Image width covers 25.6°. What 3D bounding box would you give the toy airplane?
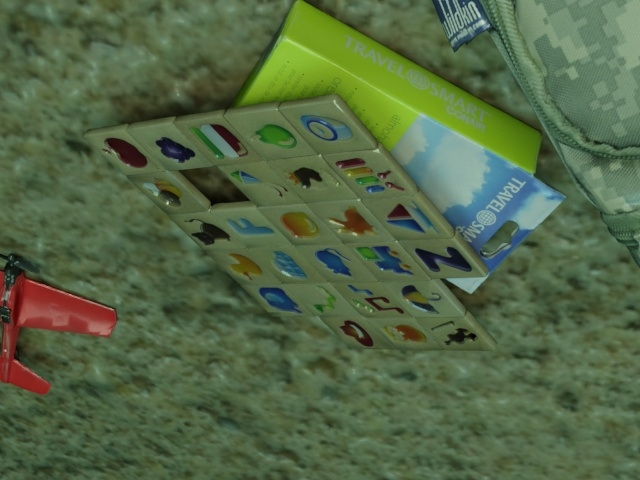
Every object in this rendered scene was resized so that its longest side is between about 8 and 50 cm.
[{"bbox_3d":[-0.225,0.061,1.012,0.151,0.028,0.151,9,136,9],"label":"toy airplane"}]

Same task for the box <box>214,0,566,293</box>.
[{"bbox_3d":[0.039,-0.050,0.796,0.178,0.042,0.109,28,137,-10],"label":"box"}]

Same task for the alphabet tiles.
[{"bbox_3d":[0.000,0.000,0.837,0.198,0.009,0.237,-3,143,41],"label":"alphabet tiles"}]

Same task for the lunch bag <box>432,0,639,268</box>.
[{"bbox_3d":[0.221,-0.117,0.558,0.305,0.212,0.256,-26,104,37],"label":"lunch bag"}]
